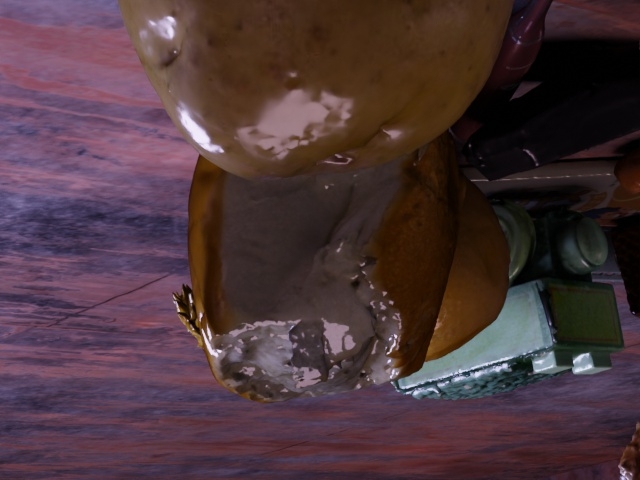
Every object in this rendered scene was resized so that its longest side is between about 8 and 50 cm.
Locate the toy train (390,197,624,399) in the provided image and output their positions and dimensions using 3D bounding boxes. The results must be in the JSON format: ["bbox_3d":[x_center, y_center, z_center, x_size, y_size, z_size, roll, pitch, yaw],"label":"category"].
[{"bbox_3d":[0.189,0.065,2.046,0.271,0.188,0.159,-21,161,41],"label":"toy train"}]

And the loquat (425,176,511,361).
[{"bbox_3d":[0.081,0.021,1.877,0.208,0.208,0.208,-7,165,-2],"label":"loquat"}]

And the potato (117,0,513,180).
[{"bbox_3d":[-0.002,-0.149,1.208,0.285,0.243,0.242,3,162,-42],"label":"potato"}]

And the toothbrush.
[{"bbox_3d":[0.158,-0.153,1.585,0.040,0.041,0.364,-5,165,-9],"label":"toothbrush"}]

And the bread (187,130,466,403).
[{"bbox_3d":[0.000,0.000,1.661,0.224,0.279,0.250,4,166,12],"label":"bread"}]

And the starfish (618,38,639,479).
[{"bbox_3d":[0.364,-0.049,1.459,0.383,0.398,0.132,-15,149,5],"label":"starfish"}]

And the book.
[{"bbox_3d":[0.255,-0.047,2.060,0.295,0.020,0.208,-3,165,-13],"label":"book"}]

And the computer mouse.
[{"bbox_3d":[0.222,-0.112,1.664,0.217,0.073,0.122,-21,180,-21],"label":"computer mouse"}]

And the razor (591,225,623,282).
[{"bbox_3d":[0.247,0.032,2.275,0.232,0.068,0.106,-13,169,43],"label":"razor"}]

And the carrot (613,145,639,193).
[{"bbox_3d":[0.366,-0.086,1.898,0.060,0.060,0.186,6,163,-41],"label":"carrot"}]

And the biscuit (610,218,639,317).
[{"bbox_3d":[0.511,-0.013,2.091,0.388,0.107,0.073,-18,166,23],"label":"biscuit"}]

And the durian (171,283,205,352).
[{"bbox_3d":[-0.071,0.100,2.224,0.144,0.139,0.252,-16,163,15],"label":"durian"}]
